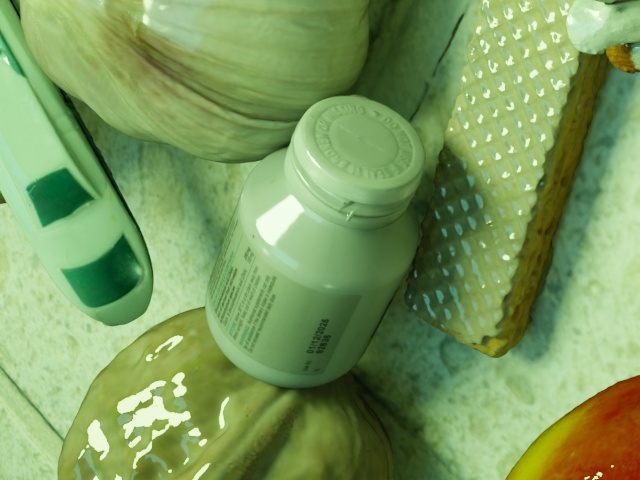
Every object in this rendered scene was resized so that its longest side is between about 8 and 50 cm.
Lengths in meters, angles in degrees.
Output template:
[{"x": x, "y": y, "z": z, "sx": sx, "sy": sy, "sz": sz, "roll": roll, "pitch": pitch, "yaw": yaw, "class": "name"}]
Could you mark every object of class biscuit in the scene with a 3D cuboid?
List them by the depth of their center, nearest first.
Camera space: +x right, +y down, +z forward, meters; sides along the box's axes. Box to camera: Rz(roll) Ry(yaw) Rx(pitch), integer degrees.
[{"x": 0.142, "y": -0.090, "z": 0.974, "sx": 0.094, "sy": 0.054, "sz": 0.379, "roll": 33, "pitch": 126, "yaw": 30, "class": "biscuit"}]

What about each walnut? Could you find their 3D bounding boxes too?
[{"x": -0.074, "y": 0.188, "z": 1.157, "sx": 0.273, "sy": 0.227, "sz": 0.273, "roll": -10, "pitch": 67, "yaw": 26, "class": "walnut"}]

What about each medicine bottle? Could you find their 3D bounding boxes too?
[{"x": 0.000, "y": 0.000, "z": 1.033, "sx": 0.135, "sy": 0.135, "sz": 0.215, "roll": 46, "pitch": 140, "yaw": 20, "class": "medicine bottle"}]

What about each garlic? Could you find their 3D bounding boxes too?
[{"x": -0.088, "y": -0.210, "z": 1.042, "sx": 0.321, "sy": 0.241, "sz": 0.322, "roll": 12, "pitch": 126, "yaw": 18, "class": "garlic"}]

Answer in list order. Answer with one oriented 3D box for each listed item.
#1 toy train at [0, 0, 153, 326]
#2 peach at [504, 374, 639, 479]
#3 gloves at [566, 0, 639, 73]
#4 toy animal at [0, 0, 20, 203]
[{"x": -0.246, "y": -0.113, "z": 1.119, "sx": 0.407, "sy": 0.086, "sz": 0.088, "roll": 61, "pitch": 175, "yaw": -2, "class": "toy train"}, {"x": 0.236, "y": 0.213, "z": 0.874, "sx": 0.281, "sy": 0.238, "sz": 0.281, "roll": -6, "pitch": 82, "yaw": 45, "class": "peach"}, {"x": 0.250, "y": -0.147, "z": 0.815, "sx": 0.140, "sy": 0.131, "sz": 0.218, "roll": 57, "pitch": 158, "yaw": -7, "class": "gloves"}, {"x": -0.350, "y": -0.183, "z": 1.272, "sx": 0.237, "sy": 0.269, "sz": 0.326, "roll": -44, "pitch": 34, "yaw": 40, "class": "toy animal"}]
